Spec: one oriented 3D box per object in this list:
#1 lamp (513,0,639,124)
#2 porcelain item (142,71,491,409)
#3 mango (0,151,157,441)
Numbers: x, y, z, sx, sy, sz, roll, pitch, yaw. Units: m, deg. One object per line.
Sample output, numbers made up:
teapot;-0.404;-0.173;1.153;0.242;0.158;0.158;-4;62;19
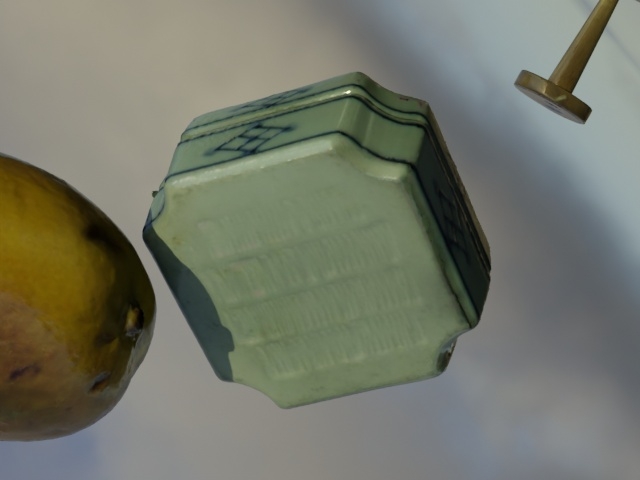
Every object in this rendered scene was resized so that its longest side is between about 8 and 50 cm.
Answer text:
lamp;0.249;-0.211;1.668;0.121;0.215;0.121;30;180;0
porcelain item;0.000;0.000;1.804;0.281;0.285;0.157;62;-155;-28
mango;-0.364;0.028;1.715;0.445;0.301;0.221;20;-125;-6
